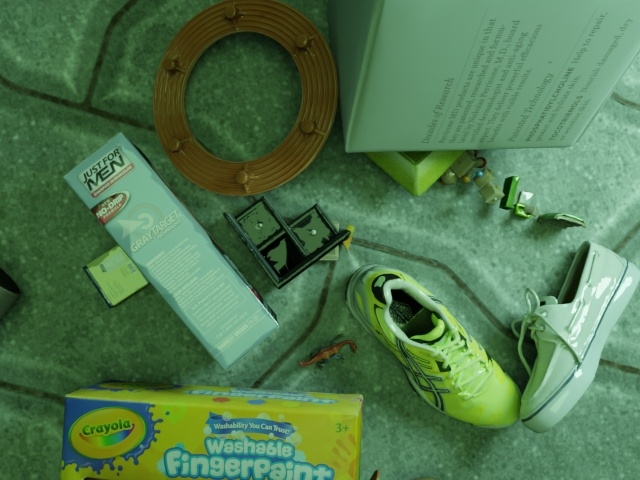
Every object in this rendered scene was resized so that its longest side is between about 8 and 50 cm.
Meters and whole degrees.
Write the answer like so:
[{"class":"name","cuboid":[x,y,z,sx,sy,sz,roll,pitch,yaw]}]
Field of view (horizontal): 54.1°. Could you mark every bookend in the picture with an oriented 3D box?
[{"class":"bookend","cuboid":[-0.056,-0.024,1.079,0.157,0.072,0.156,-36,86,-5]}]

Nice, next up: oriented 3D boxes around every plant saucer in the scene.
[{"class":"plant saucer","cuboid":[0.165,-0.203,1.100,0.188,0.045,0.188,-44,71,-6]}]

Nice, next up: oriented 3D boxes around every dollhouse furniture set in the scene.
[{"class":"dollhouse furniture set","cuboid":[0.405,-0.068,1.139,0.151,0.076,0.059,15,87,-5]}]

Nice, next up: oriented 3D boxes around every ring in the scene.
[{"class":"ring","cuboid":[-0.136,-0.242,1.045,0.336,0.032,0.337,0,90,17]}]

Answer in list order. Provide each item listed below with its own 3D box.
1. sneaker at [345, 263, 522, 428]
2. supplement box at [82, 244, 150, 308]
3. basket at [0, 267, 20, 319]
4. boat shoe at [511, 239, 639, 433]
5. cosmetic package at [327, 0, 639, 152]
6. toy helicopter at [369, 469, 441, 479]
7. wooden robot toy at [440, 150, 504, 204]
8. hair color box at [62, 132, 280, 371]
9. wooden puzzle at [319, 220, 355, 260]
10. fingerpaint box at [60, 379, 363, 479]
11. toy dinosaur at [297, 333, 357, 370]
[{"class":"sneaker","cuboid":[0.199,0.195,1.070,0.384,0.147,0.145,40,82,-6]},{"class":"supplement box","cuboid":[-0.339,0.057,1.060,0.083,0.056,0.083,-33,92,-7]},{"class":"basket","cuboid":[-0.606,0.125,0.985,0.204,0.154,0.227,45,80,-4]},{"class":"boat shoe","cuboid":[0.411,0.144,1.093,0.156,0.136,0.367,36,73,3]},{"class":"cosmetic package","cuboid":[0.229,-0.361,0.957,0.393,0.327,0.329,-2,62,-6]},{"class":"toy helicopter","cuboid":[0.100,0.547,1.052,0.235,0.140,0.355,44,85,1]},{"class":"wooden robot toy","cuboid":[0.256,-0.124,1.138,0.079,0.076,0.173,-47,66,31]},{"class":"hair color box","cuboid":[-0.226,0.020,1.010,0.113,0.185,0.374,-40,92,-6]},{"class":"wooden puzzle","cuboid":[0.000,0.000,1.121,0.116,0.014,0.079,8,83,-1]},{"class":"fingerpaint box","cuboid":[-0.163,0.421,0.968,0.444,0.163,0.371,3,87,7]},{"class":"toy dinosaur","cuboid":[0.021,0.198,1.089,0.082,0.090,0.047,-38,79,37]}]
